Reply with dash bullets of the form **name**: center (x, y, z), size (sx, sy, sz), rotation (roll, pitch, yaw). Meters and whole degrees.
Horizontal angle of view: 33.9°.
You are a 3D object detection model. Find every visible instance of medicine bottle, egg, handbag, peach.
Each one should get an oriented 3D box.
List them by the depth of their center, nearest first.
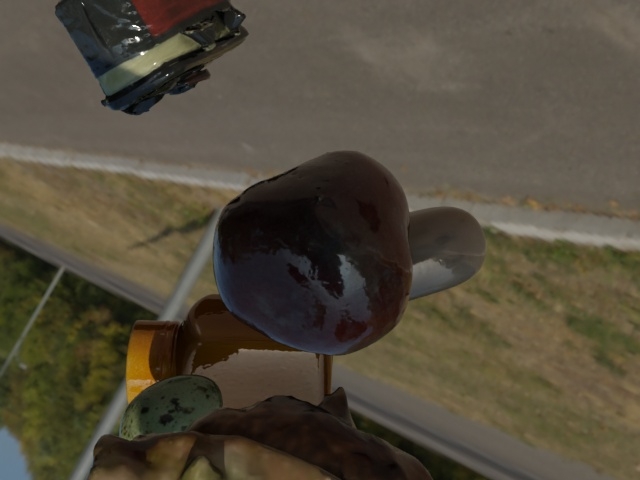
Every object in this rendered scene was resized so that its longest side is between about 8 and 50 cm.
- **peach**: center (0.000, 0.000, 0.749), size (0.152, 0.152, 0.152), rotation (28, 170, 5)
- **egg**: center (-0.144, 0.176, 1.024), size (0.085, 0.110, 0.085), rotation (39, 156, 20)
- **medicine bottle**: center (-0.098, 0.143, 1.172), size (0.222, 0.149, 0.112), rotation (2, -153, 1)
- **handbag**: center (-0.209, -0.288, 1.407), size (0.181, 0.254, 0.181), rotation (-22, 103, 30)

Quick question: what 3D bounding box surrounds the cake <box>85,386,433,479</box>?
- **cake**: center (-0.021, 0.189, 0.424), size (0.196, 0.293, 0.198), rotation (20, 158, -1)

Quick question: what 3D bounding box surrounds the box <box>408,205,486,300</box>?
- **box**: center (0.074, 0.021, 1.100), size (0.146, 0.200, 0.088), rotation (-143, 36, -85)
